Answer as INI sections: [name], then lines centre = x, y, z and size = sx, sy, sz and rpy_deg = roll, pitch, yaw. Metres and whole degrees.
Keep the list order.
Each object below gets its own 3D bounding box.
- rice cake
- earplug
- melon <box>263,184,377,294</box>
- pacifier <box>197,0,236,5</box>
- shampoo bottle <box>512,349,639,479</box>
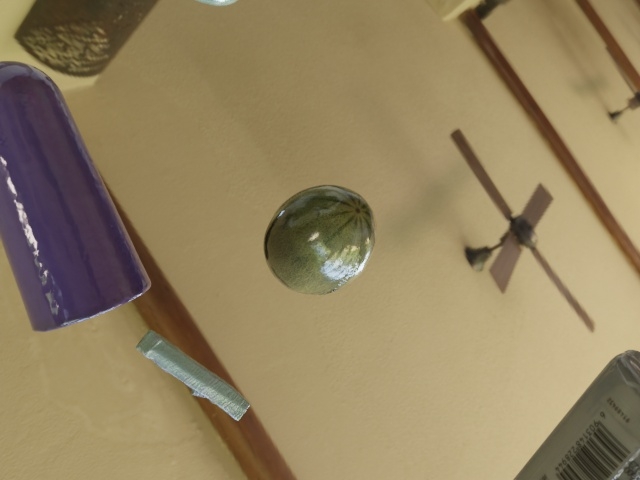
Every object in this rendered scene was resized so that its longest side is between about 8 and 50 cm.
[rice cake]
centre = -0.169, 0.182, 0.936
size = 0.180, 0.042, 0.030
rpy_deg = 43, 174, -27
[earplug]
centre = -0.471, -0.085, 1.218
size = 0.215, 0.215, 0.455
rpy_deg = -31, -75, -53
[melon]
centre = 0.000, 0.000, 0.652
size = 0.098, 0.131, 0.097
rpy_deg = 9, -112, -25
[pacifier]
centre = -0.127, -0.347, 0.578
size = 0.344, 0.269, 0.288
rpy_deg = 24, -161, 29
[shampoo bottle]
centre = 0.154, 0.178, 0.434
size = 0.056, 0.227, 0.086
rpy_deg = -3, -143, -48
